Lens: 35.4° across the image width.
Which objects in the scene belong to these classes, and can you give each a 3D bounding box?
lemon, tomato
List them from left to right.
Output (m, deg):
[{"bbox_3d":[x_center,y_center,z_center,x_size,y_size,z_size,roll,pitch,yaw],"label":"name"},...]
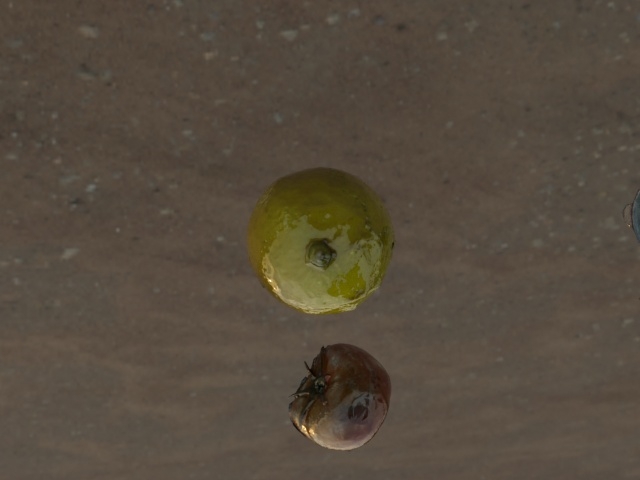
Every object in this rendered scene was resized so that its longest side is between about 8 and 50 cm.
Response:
[{"bbox_3d":[0.000,0.000,1.675,0.260,0.260,0.284,-19,171,21],"label":"lemon"},{"bbox_3d":[0.052,0.320,1.997,0.181,0.214,0.155,26,176,-20],"label":"tomato"}]

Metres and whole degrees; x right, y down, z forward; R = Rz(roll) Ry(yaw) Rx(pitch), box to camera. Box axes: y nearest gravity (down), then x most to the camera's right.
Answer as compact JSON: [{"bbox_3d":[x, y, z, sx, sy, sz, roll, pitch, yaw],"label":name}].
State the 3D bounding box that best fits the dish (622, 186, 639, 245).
[{"bbox_3d":[0.637,-0.021,1.710,0.086,0.236,0.228,-20,137,-27],"label":"dish"}]
